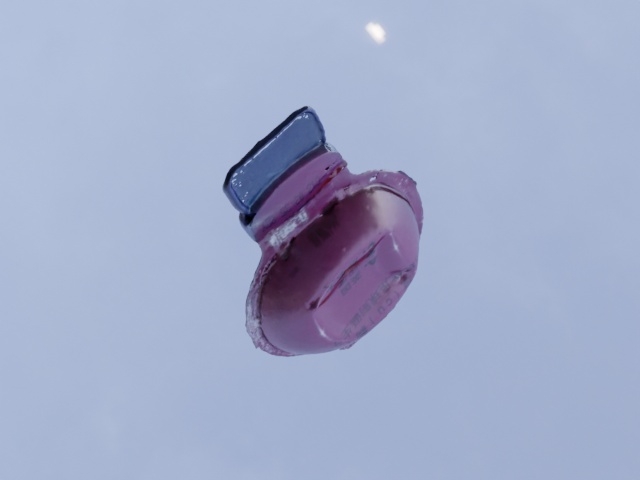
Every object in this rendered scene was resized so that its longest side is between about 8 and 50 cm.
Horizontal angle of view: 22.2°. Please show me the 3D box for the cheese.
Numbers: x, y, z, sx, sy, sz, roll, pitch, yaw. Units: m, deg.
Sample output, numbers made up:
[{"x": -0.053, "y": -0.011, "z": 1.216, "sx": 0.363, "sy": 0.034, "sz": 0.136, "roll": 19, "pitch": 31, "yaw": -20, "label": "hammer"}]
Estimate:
[{"x": 0.000, "y": 0.000, "z": 1.071, "sx": 0.155, "sy": 0.244, "sz": 0.062, "roll": -44, "pitch": -124, "yaw": -8, "label": "cheese"}]
